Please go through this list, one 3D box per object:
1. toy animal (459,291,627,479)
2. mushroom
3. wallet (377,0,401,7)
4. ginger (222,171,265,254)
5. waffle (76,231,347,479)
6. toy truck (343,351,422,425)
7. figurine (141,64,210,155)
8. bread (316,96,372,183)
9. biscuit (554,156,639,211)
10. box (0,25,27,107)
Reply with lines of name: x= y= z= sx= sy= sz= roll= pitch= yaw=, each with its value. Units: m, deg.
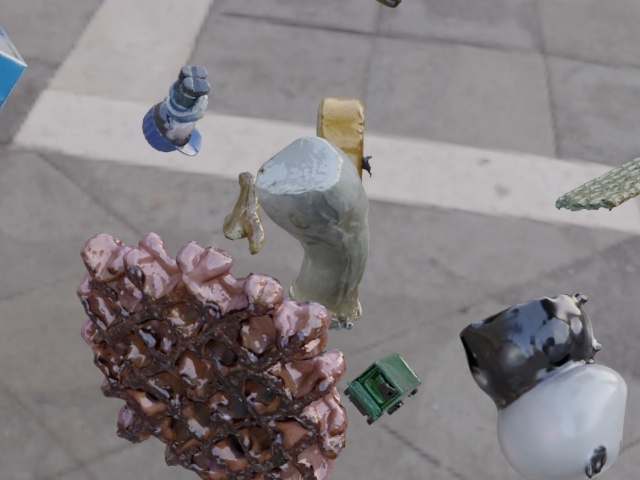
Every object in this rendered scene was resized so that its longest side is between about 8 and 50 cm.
toy animal: x=0.293 y=0.198 z=1.694 sx=0.165 sy=0.187 sz=0.235 roll=-17 pitch=72 yaw=-26
mushroom: x=0.004 y=-0.002 z=1.219 sx=0.092 sy=0.223 sz=0.081 roll=-37 pitch=56 yaw=-17
wallet: x=0.001 y=-0.361 z=1.566 sx=0.241 sy=0.067 sz=0.141 roll=35 pitch=15 yaw=-5
ginger: x=-0.084 y=-0.026 z=1.464 sx=0.048 sy=0.030 sz=0.097 roll=-17 pitch=68 yaw=22
waffle: x=-0.077 y=0.096 z=0.945 sx=0.221 sy=0.234 sz=0.055 roll=16 pitch=41 yaw=24
toy truck: x=0.088 y=0.201 z=1.821 sx=0.065 sy=0.079 sz=0.147 roll=50 pitch=15 yaw=11
figurine: x=-0.201 y=-0.181 z=1.886 sx=0.087 sy=0.149 sz=0.086 roll=-3 pitch=59 yaw=-23
bread: x=0.030 y=-0.119 z=1.787 sx=0.073 sy=0.149 sz=0.122 roll=1 pitch=27 yaw=-3
biscuit: x=0.371 y=-0.072 z=1.622 sx=0.203 sy=0.016 sz=0.144 roll=-25 pitch=11 yaw=-33
box: x=-0.434 y=-0.240 z=1.516 sx=0.139 sy=0.073 sz=0.194 roll=25 pitch=16 yaw=-41
